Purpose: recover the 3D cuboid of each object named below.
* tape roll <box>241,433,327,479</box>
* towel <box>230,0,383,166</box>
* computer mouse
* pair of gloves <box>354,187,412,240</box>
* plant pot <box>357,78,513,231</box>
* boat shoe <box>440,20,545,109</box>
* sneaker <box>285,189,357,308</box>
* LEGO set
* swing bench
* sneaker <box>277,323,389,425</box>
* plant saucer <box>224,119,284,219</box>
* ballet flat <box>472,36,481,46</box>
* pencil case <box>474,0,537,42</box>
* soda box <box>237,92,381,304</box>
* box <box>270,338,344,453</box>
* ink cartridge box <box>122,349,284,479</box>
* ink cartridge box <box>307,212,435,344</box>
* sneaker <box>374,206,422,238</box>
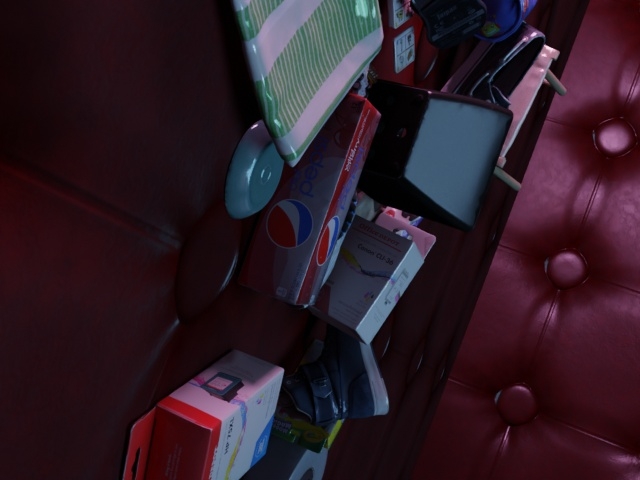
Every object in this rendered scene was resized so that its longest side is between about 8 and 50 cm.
[{"bbox_3d":[-0.067,0.409,1.445,0.219,0.072,0.219,-54,155,-39],"label":"tape roll"},{"bbox_3d":[-0.009,-0.266,0.914,0.248,0.038,0.325,-56,151,-33],"label":"towel"},{"bbox_3d":[0.197,-0.363,1.214,0.184,0.060,0.262,-30,162,17],"label":"computer mouse"},{"bbox_3d":[0.083,-0.019,1.474,0.204,0.042,0.240,-53,150,-27],"label":"pair of gloves"},{"bbox_3d":[0.134,-0.138,1.276,0.167,0.188,0.188,17,93,-49],"label":"plant pot"},{"bbox_3d":[0.305,-0.270,1.650,0.301,0.102,0.108,-53,141,7],"label":"boat shoe"},{"bbox_3d":[0.000,0.000,1.240,0.191,0.071,0.083,-65,169,11],"label":"sneaker"},{"bbox_3d":[0.062,-0.292,1.171,0.244,0.060,0.183,-48,139,-52],"label":"LEGO set"},{"bbox_3d":[0.382,-0.270,1.861,0.253,0.165,0.254,-63,158,1],"label":"swing bench"},{"bbox_3d":[-0.003,0.176,1.374,0.086,0.163,0.226,97,-21,-59],"label":"sneaker"},{"bbox_3d":[-0.070,-0.078,1.012,0.119,0.021,0.119,-54,156,-39],"label":"plant saucer"},{"bbox_3d":[0.391,-0.496,1.795,0.342,0.116,0.124,-57,178,-33],"label":"ballet flat"},{"bbox_3d":[0.344,-0.479,1.600,0.306,0.119,0.133,-55,133,-42],"label":"pencil case"},{"bbox_3d":[-0.012,-0.055,1.101,0.092,0.083,0.263,17,92,-73],"label":"soda box"},{"bbox_3d":[-0.003,0.251,1.410,0.179,0.105,0.043,-56,156,-35],"label":"box"},{"bbox_3d":[-0.137,0.236,1.052,0.231,0.078,0.134,-31,138,-62],"label":"ink cartridge box"},{"bbox_3d":[0.072,0.041,1.330,0.198,0.115,0.067,-55,147,-13],"label":"ink cartridge box"},{"bbox_3d":[0.127,-0.029,1.452,0.170,0.068,0.071,-48,162,-18],"label":"sneaker"}]
